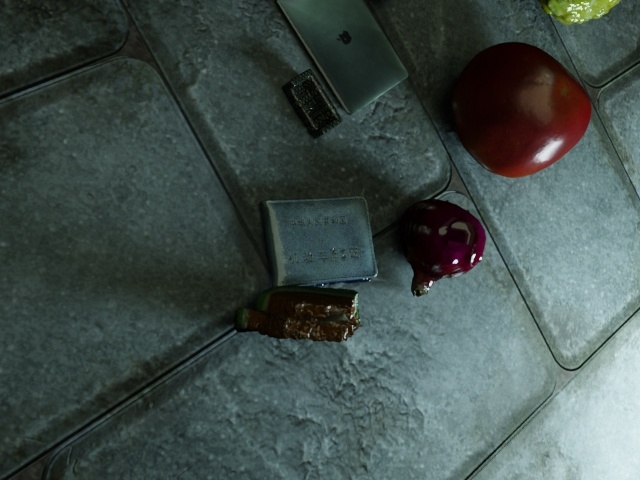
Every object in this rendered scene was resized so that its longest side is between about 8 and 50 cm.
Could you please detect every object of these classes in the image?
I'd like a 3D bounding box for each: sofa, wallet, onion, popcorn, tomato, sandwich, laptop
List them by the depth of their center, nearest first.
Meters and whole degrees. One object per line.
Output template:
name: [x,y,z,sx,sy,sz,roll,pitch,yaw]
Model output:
sandwich: [-0.029,0.121,1.291,0.235,0.159,0.079,2,92,-13]
wallet: [0.001,0.000,1.397,0.222,0.036,0.167,-3,82,-30]
sofa: [-0.015,-0.256,1.438,0.060,0.039,0.118,-38,100,-30]
onion: [0.235,0.018,1.473,0.173,0.135,0.198,26,70,-21]
laptop: [0.046,-0.399,1.516,0.188,0.015,0.269,-39,100,-30]
tomato: [0.424,-0.272,1.591,0.299,0.226,0.298,6,79,-32]
popcorn: [0.597,-0.644,1.783,0.237,0.206,0.251,-3,72,-29]
